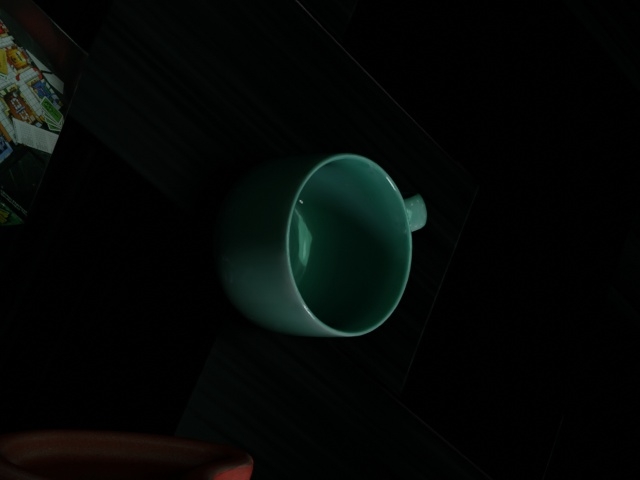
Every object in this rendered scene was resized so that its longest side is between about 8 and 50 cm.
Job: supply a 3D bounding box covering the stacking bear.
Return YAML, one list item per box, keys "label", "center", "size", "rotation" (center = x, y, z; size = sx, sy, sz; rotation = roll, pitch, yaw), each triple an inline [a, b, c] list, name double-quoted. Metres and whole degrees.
- label: "stacking bear"
  center: [-0.145, 0.272, 1.111]
  size: [0.175, 0.164, 0.289]
  rotation: [-43, 140, -82]

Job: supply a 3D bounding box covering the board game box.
- label: "board game box"
  center: [-0.245, -0.134, 1.077]
  size: [0.260, 0.030, 0.136]
  rotation: [46, 51, -40]

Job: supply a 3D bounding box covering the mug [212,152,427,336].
- label: "mug"
  center: [-0.004, 0.007, 1.302]
  size: [0.157, 0.097, 0.129]
  rotation: [24, 72, -44]
